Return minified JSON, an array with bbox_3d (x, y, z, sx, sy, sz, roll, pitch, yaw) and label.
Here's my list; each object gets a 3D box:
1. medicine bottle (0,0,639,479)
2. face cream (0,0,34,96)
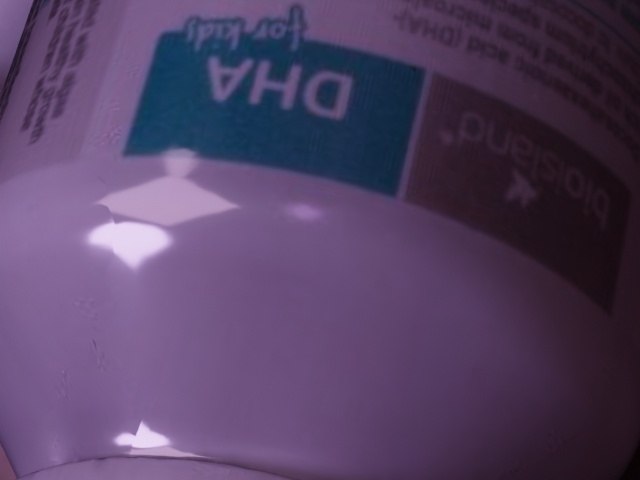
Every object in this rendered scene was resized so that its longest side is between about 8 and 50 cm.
[{"bbox_3d":[0.000,0.000,0.386,0.135,0.135,0.215,-11,54,40],"label":"medicine bottle"},{"bbox_3d":[-0.015,-0.166,0.519,0.370,0.145,0.145,-51,38,1],"label":"face cream"}]
